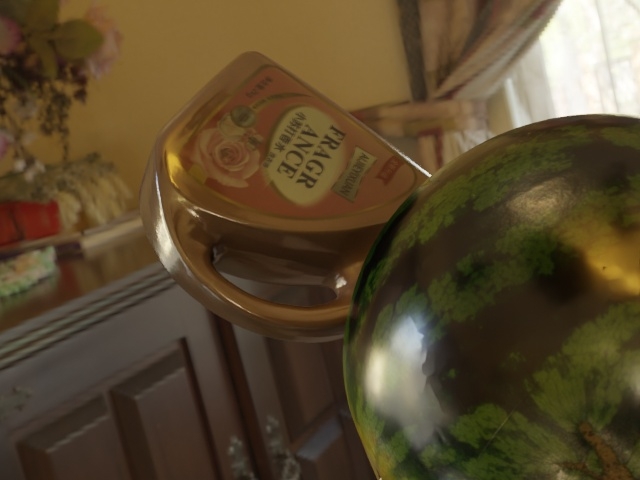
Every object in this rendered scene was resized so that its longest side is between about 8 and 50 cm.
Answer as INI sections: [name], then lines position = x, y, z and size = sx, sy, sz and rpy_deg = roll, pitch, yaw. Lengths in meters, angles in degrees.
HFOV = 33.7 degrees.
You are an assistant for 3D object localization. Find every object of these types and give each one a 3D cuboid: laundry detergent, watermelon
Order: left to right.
[laundry detergent]
position = 0.000, 0.000, 0.671
size = 0.171, 0.237, 0.076
rpy_deg = -51, -3, -36
[watermelon]
position = 0.137, 0.071, 0.512
size = 0.269, 0.269, 0.269
rpy_deg = -14, 9, 2
